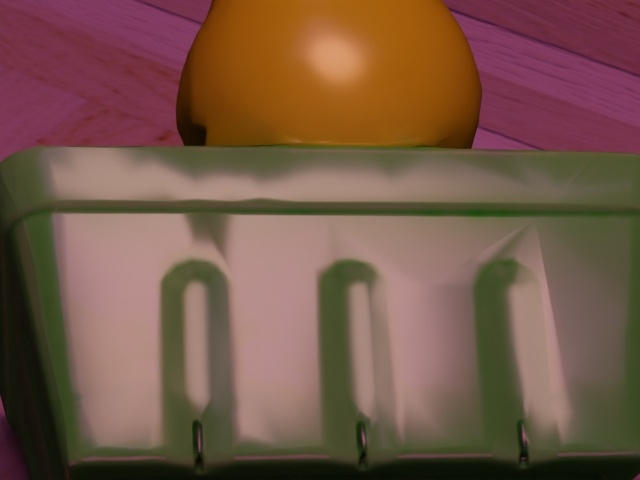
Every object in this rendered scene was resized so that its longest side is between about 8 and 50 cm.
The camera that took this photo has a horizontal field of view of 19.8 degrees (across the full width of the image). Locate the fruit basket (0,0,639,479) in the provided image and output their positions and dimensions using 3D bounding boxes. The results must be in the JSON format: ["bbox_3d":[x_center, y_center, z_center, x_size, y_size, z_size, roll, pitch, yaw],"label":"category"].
[{"bbox_3d":[0.000,0.000,1.028,0.392,0.283,0.392,4,52,-5],"label":"fruit basket"}]
